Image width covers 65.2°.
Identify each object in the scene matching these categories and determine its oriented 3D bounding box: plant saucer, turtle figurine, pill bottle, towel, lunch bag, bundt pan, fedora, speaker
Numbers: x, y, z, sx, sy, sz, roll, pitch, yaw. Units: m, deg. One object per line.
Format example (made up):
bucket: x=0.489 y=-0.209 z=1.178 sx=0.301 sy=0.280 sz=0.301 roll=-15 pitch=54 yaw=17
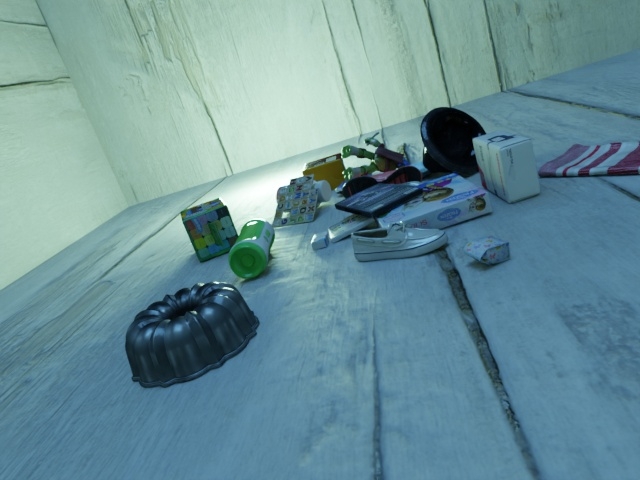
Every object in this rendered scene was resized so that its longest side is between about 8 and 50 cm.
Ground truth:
plant saucer: x=0.405 y=-0.285 z=2.075 sx=0.195 sy=0.037 sz=0.195 roll=-16 pitch=18 yaw=5
turtle figurine: x=0.196 y=-0.314 z=2.054 sx=0.266 sy=0.198 sz=0.275 roll=-5 pitch=32 yaw=-32
pill bottle: x=-0.069 y=-0.193 z=2.133 sx=0.221 sy=0.124 sz=0.124 roll=-8 pitch=21 yaw=29
towel: x=0.871 y=-0.251 z=1.518 sx=0.237 sy=0.037 sz=0.329 roll=-30 pitch=22 yaw=-30
lunch bag: x=0.383 y=0.026 z=1.159 sx=0.083 sy=0.053 sz=0.071 roll=-14 pitch=18 yaw=-17
bundt pan: x=-0.323 y=0.205 z=1.217 sx=0.330 sy=0.124 sz=0.331 roll=-16 pitch=19 yaw=6
fedora: x=0.500 y=-0.359 z=1.952 sx=0.334 sy=0.334 sz=0.152 roll=-31 pitch=-12 yaw=-33
speaker: x=-0.223 y=0.020 z=1.658 sx=0.131 sy=0.131 sz=0.296 roll=-16 pitch=18 yaw=6

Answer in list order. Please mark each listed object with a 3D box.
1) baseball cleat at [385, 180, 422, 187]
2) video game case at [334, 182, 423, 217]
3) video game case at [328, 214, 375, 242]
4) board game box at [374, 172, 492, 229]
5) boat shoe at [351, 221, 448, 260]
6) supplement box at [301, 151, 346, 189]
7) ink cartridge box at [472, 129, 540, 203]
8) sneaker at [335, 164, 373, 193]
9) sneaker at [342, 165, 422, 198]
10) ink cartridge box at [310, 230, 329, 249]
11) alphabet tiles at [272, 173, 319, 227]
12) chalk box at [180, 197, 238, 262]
baseball cleat: x=0.269 y=-0.165 z=1.805 sx=0.205 sy=0.072 sz=0.109 roll=-14 pitch=25 yaw=25
video game case: x=0.187 y=-0.138 z=1.673 sx=0.196 sy=0.026 sz=0.274 roll=-26 pitch=17 yaw=-17
video game case: x=0.101 y=-0.054 z=1.685 sx=0.157 sy=0.019 sz=0.143 roll=-28 pitch=17 yaw=6
board game box: x=0.327 y=-0.107 z=1.577 sx=0.318 sy=0.066 sz=0.318 roll=-19 pitch=18 yaw=3
boat shoe: x=0.210 y=-0.009 z=1.371 sx=0.267 sy=0.088 sz=0.096 roll=-8 pitch=21 yaw=31
supplement box: x=0.026 y=-0.319 z=2.400 sx=0.191 sy=0.129 sz=0.194 roll=-16 pitch=18 yaw=9
ink cartridge box: x=0.567 y=-0.233 z=1.539 sx=0.100 sy=0.172 sz=0.237 roll=-17 pitch=18 yaw=4
sneaker: x=0.143 y=-0.265 z=2.205 sx=0.211 sy=0.081 sz=0.080 roll=-32 pitch=24 yaw=-31
sneaker: x=0.243 y=-0.207 z=1.943 sx=0.313 sy=0.116 sz=0.136 roll=-11 pitch=3 yaw=16
ink cartridge box: x=0.000 y=0.000 z=1.650 sx=0.048 sy=0.028 sz=0.083 roll=-14 pitch=19 yaw=14
alphabet tiles: x=-0.095 y=-0.164 z=2.039 sx=0.198 sy=0.009 sz=0.237 roll=-8 pitch=57 yaw=30
chalk box: x=-0.426 y=-0.040 z=1.946 sx=0.179 sy=0.180 sz=0.289 roll=-22 pitch=17 yaw=-11
